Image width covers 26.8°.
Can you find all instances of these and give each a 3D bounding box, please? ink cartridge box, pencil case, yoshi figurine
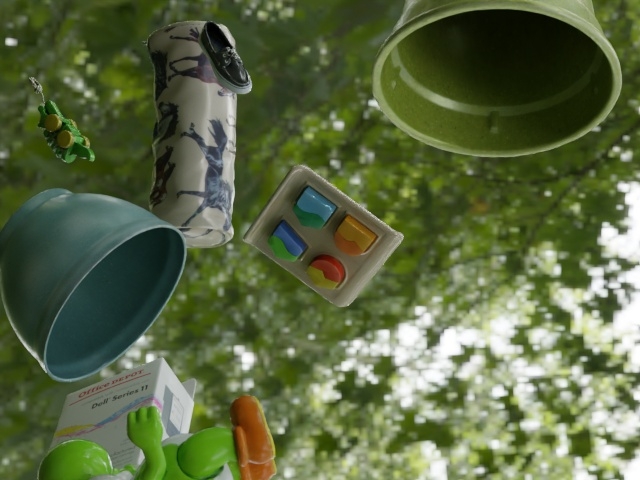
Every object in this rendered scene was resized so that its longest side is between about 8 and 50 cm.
[{"bbox_3d":[-0.337,0.330,2.258,0.207,0.119,0.353,-23,-152,15],"label":"ink cartridge box"},{"bbox_3d":[-0.241,-0.184,2.451,0.183,0.160,0.410,-8,-102,45],"label":"pencil case"},{"bbox_3d":[-0.258,0.325,1.948,0.203,0.362,0.203,-152,-137,-70],"label":"yoshi figurine"}]

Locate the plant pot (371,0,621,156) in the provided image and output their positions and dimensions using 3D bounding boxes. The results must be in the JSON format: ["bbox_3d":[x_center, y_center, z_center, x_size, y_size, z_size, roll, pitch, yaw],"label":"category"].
[{"bbox_3d":[0.205,-0.278,1.552,0.276,0.276,0.254,-39,-142,50],"label":"plant pot"}]

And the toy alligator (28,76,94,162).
[{"bbox_3d":[-0.436,-0.185,2.191,0.051,0.056,0.190,-45,-110,12],"label":"toy alligator"}]

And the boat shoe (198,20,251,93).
[{"bbox_3d":[-0.155,-0.296,2.168,0.142,0.049,0.040,54,-30,25],"label":"boat shoe"}]

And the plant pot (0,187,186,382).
[{"bbox_3d":[-0.376,0.042,2.058,0.196,0.293,0.293,38,-56,20],"label":"plant pot"}]

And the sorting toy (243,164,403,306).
[{"bbox_3d":[0.000,0.000,2.125,0.193,0.208,0.038,-53,-174,39],"label":"sorting toy"}]
